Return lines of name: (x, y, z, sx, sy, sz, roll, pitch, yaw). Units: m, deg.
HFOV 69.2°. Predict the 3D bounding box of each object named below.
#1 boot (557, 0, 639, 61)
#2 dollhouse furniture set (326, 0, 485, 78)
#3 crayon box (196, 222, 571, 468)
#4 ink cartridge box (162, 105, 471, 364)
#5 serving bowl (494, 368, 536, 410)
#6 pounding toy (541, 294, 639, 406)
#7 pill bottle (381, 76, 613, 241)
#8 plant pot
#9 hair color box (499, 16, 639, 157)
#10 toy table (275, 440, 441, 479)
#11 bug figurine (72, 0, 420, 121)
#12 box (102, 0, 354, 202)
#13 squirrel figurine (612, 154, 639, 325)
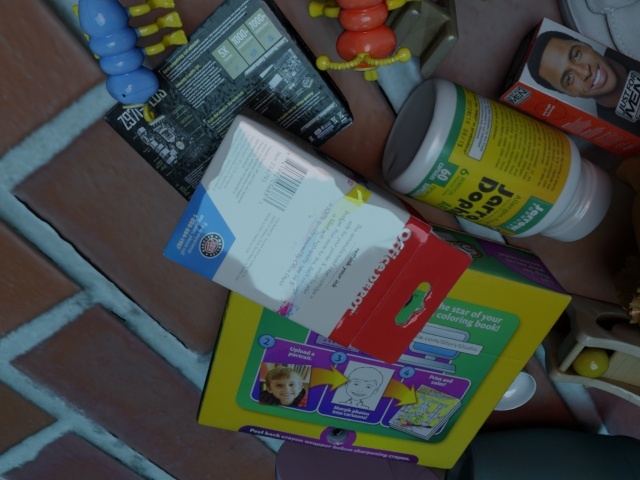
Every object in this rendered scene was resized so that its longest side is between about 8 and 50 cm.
boot: (0.254, -0.229, 0.377, 0.095, 0.123, 0.258, -38, 115, 18)
dollhouse furniture set: (0.061, -0.300, 0.347, 0.212, 0.161, 0.242, 24, 139, -15)
crayon box: (0.057, 0.123, 0.587, 0.362, 0.106, 0.313, 15, 117, -10)
ink cartridge box: (0.000, 0.000, 0.417, 0.230, 0.078, 0.134, 29, 106, -14)
serving bowl: (0.277, 0.217, 0.697, 0.083, 0.027, 0.084, -1, 121, -1)
pounding toy: (0.415, 0.192, 0.616, 0.269, 0.154, 0.155, 14, 119, -10)
pill bottle: (0.179, -0.071, 0.471, 0.208, 0.118, 0.118, 19, 118, -14)
plant pot: (0.326, 0.403, 0.689, 0.255, 0.272, 0.272, 12, 120, 5)
hair color box: (0.253, -0.143, 0.442, 0.141, 0.043, 0.072, 23, 83, -1)
toy table: (0.059, 0.419, 0.699, 0.274, 0.252, 0.161, 20, 117, 30)
bug figurine: (-0.073, -0.189, 0.305, 0.278, 0.072, 0.216, -5, 131, 14)
box: (-0.083, -0.127, 0.449, 0.180, 0.078, 0.147, -36, 115, 17)
squirrel figurine: (0.434, 0.047, 0.403, 0.369, 0.281, 0.397, 7, 153, 1)
